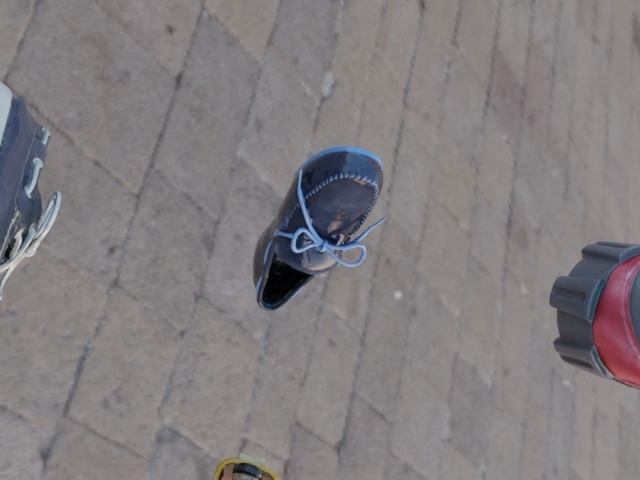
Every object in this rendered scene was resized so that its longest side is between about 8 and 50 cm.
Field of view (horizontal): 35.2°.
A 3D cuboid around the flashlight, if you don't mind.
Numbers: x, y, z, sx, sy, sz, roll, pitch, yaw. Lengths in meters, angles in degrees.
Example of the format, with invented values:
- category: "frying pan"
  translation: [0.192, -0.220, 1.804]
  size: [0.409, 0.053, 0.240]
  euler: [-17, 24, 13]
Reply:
- category: "flashlight"
  translation: [0.274, 0.065, 0.609]
  size: [0.103, 0.304, 0.103]
  euler: [-42, 112, -19]

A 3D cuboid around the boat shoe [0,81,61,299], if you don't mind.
- category: "boat shoe"
  translation: [-0.246, -0.024, 0.759]
  size: [0.079, 0.095, 0.255]
  euler: [38, 21, -33]

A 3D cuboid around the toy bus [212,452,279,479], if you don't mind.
- category: "toy bus"
  translation: [-0.103, 0.337, 1.333]
  size: [0.191, 0.202, 0.104]
  euler: [41, 53, -36]

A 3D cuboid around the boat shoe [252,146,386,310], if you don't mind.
- category: "boat shoe"
  translation: [0.000, 0.000, 1.043]
  size: [0.109, 0.258, 0.089]
  euler: [14, 58, -10]
